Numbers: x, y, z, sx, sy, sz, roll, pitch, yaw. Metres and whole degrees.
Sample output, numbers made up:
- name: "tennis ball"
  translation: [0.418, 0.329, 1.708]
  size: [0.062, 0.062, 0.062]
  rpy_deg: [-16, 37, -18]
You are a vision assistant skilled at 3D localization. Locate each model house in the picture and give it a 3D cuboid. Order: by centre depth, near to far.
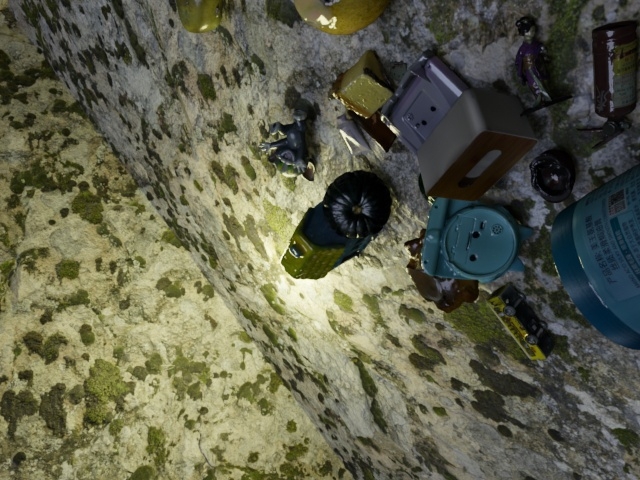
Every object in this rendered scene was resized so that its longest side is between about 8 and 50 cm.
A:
- name: "model house"
  translation: [0.000, 0.000, 1.729]
  size: [0.215, 0.303, 0.237]
  rpy_deg: [52, 146, 14]

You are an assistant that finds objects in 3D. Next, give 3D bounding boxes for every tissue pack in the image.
- name: "tissue pack"
  translation: [0.362, -0.222, 1.208]
  size: [0.246, 0.160, 0.135]
  rpy_deg: [123, 146, -53]

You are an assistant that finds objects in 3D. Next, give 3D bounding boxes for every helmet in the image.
- name: "helmet"
  translation: [0.543, -0.156, 1.166]
  size: [0.098, 0.070, 0.123]
  rpy_deg: [9, 132, 52]

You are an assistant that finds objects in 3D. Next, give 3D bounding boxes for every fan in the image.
- name: "fan"
  translation: [0.213, -0.442, 1.361]
  size: [0.056, 0.004, 0.083]
  rpy_deg: [16, 130, 40]

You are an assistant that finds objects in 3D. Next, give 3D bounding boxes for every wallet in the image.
- name: "wallet"
  translation: [0.156, -0.350, 1.481]
  size: [0.176, 0.026, 0.095]
  rpy_deg: [49, 144, 15]

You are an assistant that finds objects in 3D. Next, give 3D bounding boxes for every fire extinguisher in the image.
- name: "fire extinguisher"
  translation: [0.580, -0.302, 1.016]
  size: [0.106, 0.075, 0.252]
  rpy_deg: [-133, 22, -62]

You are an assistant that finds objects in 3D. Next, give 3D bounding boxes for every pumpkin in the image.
- name: "pumpkin"
  translation: [0.114, -0.110, 1.576]
  size: [0.221, 0.162, 0.220]
  rpy_deg: [1, 107, 4]

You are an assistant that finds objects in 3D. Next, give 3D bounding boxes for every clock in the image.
- name: "clock"
  translation: [0.273, -0.342, 1.309]
  size: [0.186, 0.083, 0.253]
  rpy_deg: [47, 144, 9]
- name: "clock"
  translation: [0.412, 0.001, 1.332]
  size: [0.274, 0.094, 0.223]
  rpy_deg: [9, 97, 13]

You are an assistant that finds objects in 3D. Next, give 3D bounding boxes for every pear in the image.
- name: "pear"
  translation: [0.048, -0.631, 1.214]
  size: [0.271, 0.271, 0.271]
  rpy_deg: [29, 138, 31]

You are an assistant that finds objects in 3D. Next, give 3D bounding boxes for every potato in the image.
- name: "potato"
  translation: [-0.390, -0.795, 1.630]
  size: [0.197, 0.149, 0.228]
  rpy_deg: [36, 140, 59]

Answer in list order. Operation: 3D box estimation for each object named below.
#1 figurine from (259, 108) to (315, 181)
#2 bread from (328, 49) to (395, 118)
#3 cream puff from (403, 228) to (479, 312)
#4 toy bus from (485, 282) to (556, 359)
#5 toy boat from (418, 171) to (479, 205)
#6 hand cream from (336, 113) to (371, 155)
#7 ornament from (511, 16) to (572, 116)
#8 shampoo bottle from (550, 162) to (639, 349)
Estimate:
- name: "figurine"
  translation: [-0.106, -0.326, 1.711]
  size: [0.193, 0.140, 0.265]
  rpy_deg: [16, 121, 10]
- name: "bread"
  translation: [0.122, -0.428, 1.406]
  size: [0.152, 0.127, 0.147]
  rpy_deg: [38, 142, -23]
- name: "cream puff"
  translation: [0.368, 0.090, 1.496]
  size: [0.241, 0.155, 0.268]
  rpy_deg: [8, 122, 44]
- name: "toy bus"
  translation: [0.578, 0.232, 1.445]
  size: [0.226, 0.081, 0.074]
  rpy_deg: [51, 149, -1]
- name: "toy boat"
  translation: [0.358, -0.123, 1.420]
  size: [0.210, 0.052, 0.104]
  rpy_deg: [45, 128, 14]
- name: "hand cream"
  translation: [0.097, -0.326, 1.561]
  size: [0.084, 0.053, 0.142]
  rpy_deg: [1, 135, 49]
- name: "ornament"
  translation: [0.459, -0.375, 1.072]
  size: [0.081, 0.088, 0.203]
  rpy_deg: [-162, 54, -70]
- name: "shampoo bottle"
  translation: [0.675, -0.005, 0.919]
  size: [0.331, 0.331, 0.342]
  rpy_deg: [50, 143, 5]
